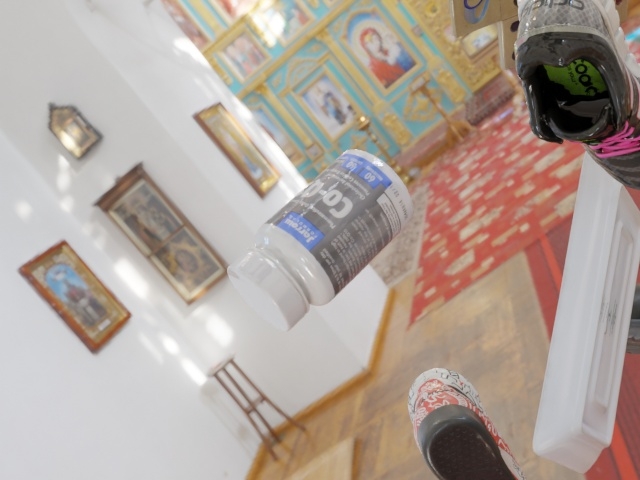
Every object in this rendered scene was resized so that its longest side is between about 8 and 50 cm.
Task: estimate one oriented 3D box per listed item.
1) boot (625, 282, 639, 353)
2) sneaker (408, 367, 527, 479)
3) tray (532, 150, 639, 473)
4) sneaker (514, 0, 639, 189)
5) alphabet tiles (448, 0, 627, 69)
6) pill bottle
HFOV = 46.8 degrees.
[{"bbox_3d":[0.565,-0.056,1.094,0.366,0.446,0.146,0,-16,16],"label":"boot"},{"bbox_3d":[0.181,0.259,0.786,0.090,0.270,0.145,-31,14,7],"label":"sneaker"},{"bbox_3d":[0.248,0.066,0.656,0.030,0.145,0.271,3,71,38],"label":"tray"},{"bbox_3d":[0.161,-0.075,0.433,0.063,0.170,0.075,-7,49,45],"label":"sneaker"},{"bbox_3d":[0.238,-0.356,0.732,0.285,0.343,0.011,-24,35,-14],"label":"alphabet tiles"},{"bbox_3d":[0.000,0.000,0.564,0.137,0.078,0.078,-43,7,-21],"label":"pill bottle"}]
